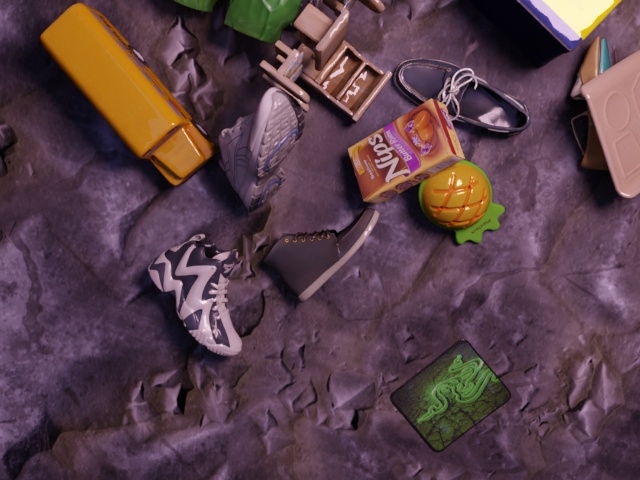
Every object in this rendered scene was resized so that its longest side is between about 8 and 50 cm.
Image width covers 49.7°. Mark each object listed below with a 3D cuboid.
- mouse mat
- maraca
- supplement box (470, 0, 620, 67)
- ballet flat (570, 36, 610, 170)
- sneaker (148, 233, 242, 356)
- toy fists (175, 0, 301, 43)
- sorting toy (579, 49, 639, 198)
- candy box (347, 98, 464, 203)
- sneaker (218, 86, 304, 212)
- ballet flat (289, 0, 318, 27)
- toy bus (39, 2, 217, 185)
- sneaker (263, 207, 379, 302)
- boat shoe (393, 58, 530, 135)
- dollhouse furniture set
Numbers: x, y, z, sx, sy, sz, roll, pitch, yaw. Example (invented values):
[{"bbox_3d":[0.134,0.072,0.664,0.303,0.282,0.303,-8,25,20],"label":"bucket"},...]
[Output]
[{"bbox_3d":[0.249,0.299,1.326,0.190,0.007,0.152,-40,93,6],"label":"mouse mat"},{"bbox_3d":[0.253,-0.068,1.240,0.127,0.099,0.186,-37,118,16],"label":"maraca"},{"bbox_3d":[0.441,-0.488,1.125,0.195,0.194,0.356,43,98,-2],"label":"supplement box"},{"bbox_3d":[0.476,-0.237,1.217,0.073,0.080,0.232,-5,95,34],"label":"ballet flat"},{"bbox_3d":[-0.191,0.090,1.283,0.153,0.094,0.235,-39,83,15],"label":"sneaker"},{"bbox_3d":[-0.151,-0.454,1.190,0.279,0.096,0.142,30,118,17],"label":"toy fists"},{"bbox_3d":[0.536,-0.201,1.189,0.193,0.038,0.208,-32,102,-25],"label":"sorting toy"},{"bbox_3d":[0.145,-0.150,1.200,0.187,0.053,0.109,-28,69,34],"label":"candy box"},{"bbox_3d":[-0.118,-0.161,1.171,0.129,0.297,0.111,44,58,8],"label":"sneaker"},{"bbox_3d":[-0.037,-0.479,1.221,0.074,0.074,0.203,-9,98,5],"label":"ballet flat"},{"bbox_3d":[-0.334,-0.253,1.233,0.108,0.130,0.332,-39,93,7],"label":"toy bus"},{"bbox_3d":[0.000,0.000,1.267,0.118,0.083,0.222,44,98,-2],"label":"sneaker"},{"bbox_3d":[0.250,-0.253,1.223,0.255,0.079,0.095,28,103,1],"label":"boat shoe"},{"bbox_3d":[0.033,-0.300,1.143,0.161,0.242,0.212,37,91,-1],"label":"dollhouse furniture set"}]
